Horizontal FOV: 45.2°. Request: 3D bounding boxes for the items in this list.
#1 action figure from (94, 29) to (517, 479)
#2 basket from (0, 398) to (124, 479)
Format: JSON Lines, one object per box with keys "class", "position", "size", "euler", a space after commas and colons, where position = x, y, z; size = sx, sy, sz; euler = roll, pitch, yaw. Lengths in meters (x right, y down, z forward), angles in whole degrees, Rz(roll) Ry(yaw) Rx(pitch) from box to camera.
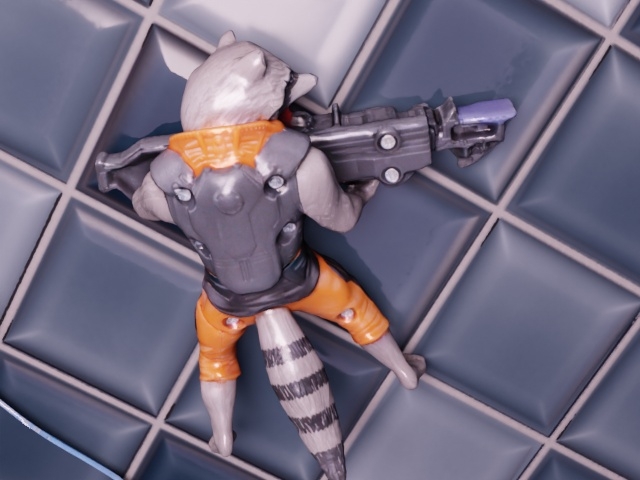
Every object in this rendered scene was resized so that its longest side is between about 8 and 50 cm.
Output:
{"class": "action figure", "position": [0.000, 0.000, 0.590], "size": [0.341, 0.178, 0.330], "euler": [-15, 116, 8]}
{"class": "basket", "position": [-0.340, 0.279, 0.674], "size": [0.254, 0.201, 0.289], "euler": [37, 66, -9]}
